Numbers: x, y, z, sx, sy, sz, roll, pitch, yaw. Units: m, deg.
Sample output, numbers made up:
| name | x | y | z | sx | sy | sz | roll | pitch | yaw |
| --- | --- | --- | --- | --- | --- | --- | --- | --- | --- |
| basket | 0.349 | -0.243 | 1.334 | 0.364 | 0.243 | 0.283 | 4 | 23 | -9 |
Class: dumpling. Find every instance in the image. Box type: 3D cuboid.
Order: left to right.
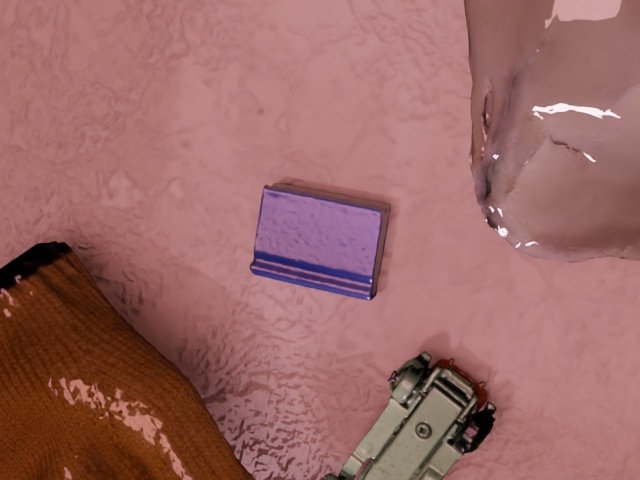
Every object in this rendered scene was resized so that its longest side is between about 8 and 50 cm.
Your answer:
| name | x | y | z | sx | sy | sz | roll | pitch | yaw |
| --- | --- | --- | --- | --- | --- | --- | --- | --- | --- |
| dumpling | 0.212 | -0.168 | 1.135 | 0.260 | 0.181 | 0.341 | 6 | 71 | -6 |

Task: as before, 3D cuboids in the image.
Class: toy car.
| name | x | y | z | sx | sy | sz | roll | pitch | yaw |
| --- | --- | --- | --- | --- | --- | --- | --- | --- | --- |
| toy car | 0.054 | 0.144 | 1.279 | 0.073 | 0.054 | 0.143 | 36 | 110 | 8 |

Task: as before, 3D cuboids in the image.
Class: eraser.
| name | x | y | z | sx | sy | sz | roll | pitch | yaw |
| --- | --- | --- | --- | --- | --- | --- | --- | --- | --- |
| eraser | 0.000 | 0.000 | 1.283 | 0.085 | 0.027 | 0.063 | 12 | 103 | 12 |

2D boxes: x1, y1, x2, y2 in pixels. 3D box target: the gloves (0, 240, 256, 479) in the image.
| name | x | y | z | sx | sy | sz | roll | pitch | yaw |
| --- | --- | --- | --- | --- | --- | --- | --- | --- | --- |
| gloves | -0.138 | 0.167 | 1.282 | 0.203 | 0.155 | 0.356 | -33 | 74 | 11 |
